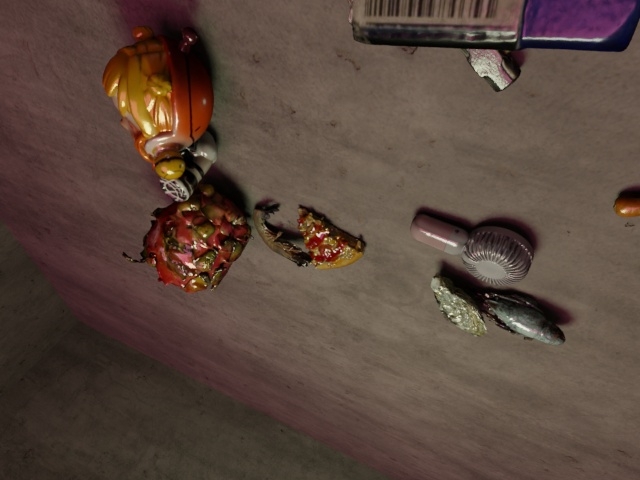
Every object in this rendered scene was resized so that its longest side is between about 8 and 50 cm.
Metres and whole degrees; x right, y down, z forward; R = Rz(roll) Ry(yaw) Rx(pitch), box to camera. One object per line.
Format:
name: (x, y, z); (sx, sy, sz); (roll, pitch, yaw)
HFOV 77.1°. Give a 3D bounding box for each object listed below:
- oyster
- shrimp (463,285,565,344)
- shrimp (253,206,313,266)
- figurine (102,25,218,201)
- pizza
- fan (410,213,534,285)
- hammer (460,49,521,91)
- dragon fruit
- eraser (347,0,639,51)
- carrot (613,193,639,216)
oyster: (0.316, 0.151, 0.930); (0.177, 0.064, 0.125); (50, 165, 11)
shrimp: (0.427, 0.158, 0.893); (0.233, 0.079, 0.090); (31, 98, 18)
shrimp: (-0.103, -0.014, 1.054); (0.219, 0.046, 0.152); (33, 146, 34)
figurine: (-0.316, -0.272, 0.835); (0.323, 0.196, 0.320); (98, 149, -59)
pizza: (0.000, 0.000, 1.017); (0.199, 0.062, 0.188); (47, 137, -16)
fan: (0.302, 0.009, 0.822); (0.244, 0.074, 0.130); (25, 152, 17)
hammer: (0.330, -0.334, 0.468); (0.111, 0.043, 0.365); (43, 138, -11)
dragon fruit: (-0.323, -0.018, 1.067); (0.269, 0.250, 0.291); (28, 127, -7)
eraser: (0.195, -0.314, 0.479); (0.332, 0.101, 0.154); (17, 122, 28)
carrot: (0.558, -0.057, 0.604); (0.190, 0.037, 0.037); (-1, 131, 33)
